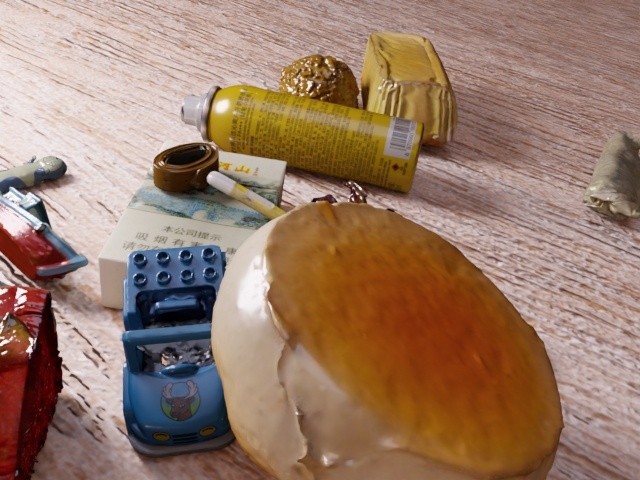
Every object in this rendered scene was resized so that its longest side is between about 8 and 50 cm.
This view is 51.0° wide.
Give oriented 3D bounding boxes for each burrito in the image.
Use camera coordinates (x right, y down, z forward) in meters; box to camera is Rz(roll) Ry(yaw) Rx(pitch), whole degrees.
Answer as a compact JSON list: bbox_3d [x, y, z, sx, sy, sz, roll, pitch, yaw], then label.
[{"bbox_3d":[0.472,-0.105,1.069,0.082,0.059,0.275,26,38,11],"label":"burrito"}]

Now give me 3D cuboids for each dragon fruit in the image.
[{"bbox_3d":[-0.270,0.123,0.518,0.127,0.121,0.161,-1,41,-6],"label":"dragon fruit"}]

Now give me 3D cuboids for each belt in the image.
[{"bbox_3d":[-0.155,-0.087,0.785,0.083,0.036,0.059,-26,50,-36],"label":"belt"}]

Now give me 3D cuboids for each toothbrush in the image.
[{"bbox_3d":[0.000,0.000,0.750,0.288,0.024,0.021,32,34,-4],"label":"toothbrush"}]

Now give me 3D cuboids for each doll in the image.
[{"bbox_3d":[-0.382,-0.081,0.850,0.125,0.027,0.037,-25,55,-39],"label":"doll"}]

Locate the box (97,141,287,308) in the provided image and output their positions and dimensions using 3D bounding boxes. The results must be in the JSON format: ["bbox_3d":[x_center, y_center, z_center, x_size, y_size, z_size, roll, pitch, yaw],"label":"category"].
[{"bbox_3d":[-0.136,-0.018,0.786,0.164,0.069,0.256,9,35,-1],"label":"box"}]

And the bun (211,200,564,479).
[{"bbox_3d":[0.039,0.115,0.548,0.298,0.165,0.299,23,33,-16],"label":"bun"}]

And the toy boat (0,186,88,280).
[{"bbox_3d":[-0.313,-0.007,0.727,0.172,0.069,0.058,30,48,33],"label":"toy boat"}]

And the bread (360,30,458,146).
[{"bbox_3d":[0.149,-0.265,1.158,0.152,0.119,0.288,4,35,-4],"label":"bread"}]

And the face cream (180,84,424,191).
[{"bbox_3d":[-0.031,-0.156,0.975,0.348,0.105,0.105,12,35,4],"label":"face cream"}]

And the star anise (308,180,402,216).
[{"bbox_3d":[0.042,-0.008,0.831,0.167,0.057,0.168,6,45,-6],"label":"star anise"}]

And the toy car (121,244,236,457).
[{"bbox_3d":[-0.124,0.082,0.586,0.097,0.100,0.191,-5,59,-9],"label":"toy car"}]

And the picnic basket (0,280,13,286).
[{"bbox_3d":[-0.341,0.055,0.647,0.083,0.065,0.083,15,34,-32],"label":"picnic basket"}]

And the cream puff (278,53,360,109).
[{"bbox_3d":[-0.003,-0.254,1.118,0.143,0.103,0.126,-20,46,-27],"label":"cream puff"}]
